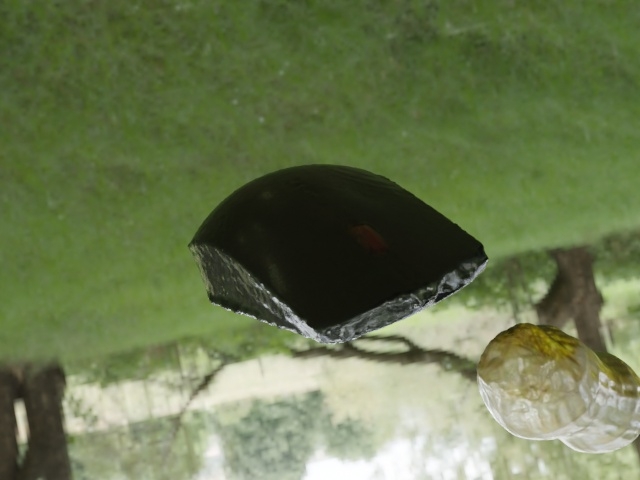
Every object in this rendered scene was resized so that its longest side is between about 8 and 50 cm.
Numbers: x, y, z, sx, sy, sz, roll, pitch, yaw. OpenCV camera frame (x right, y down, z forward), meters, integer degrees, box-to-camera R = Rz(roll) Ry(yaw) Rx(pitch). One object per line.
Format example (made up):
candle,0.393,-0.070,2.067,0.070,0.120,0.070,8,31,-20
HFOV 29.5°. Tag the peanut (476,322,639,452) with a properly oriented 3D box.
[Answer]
peanut,0.186,0.116,0.927,0.087,0.087,0.206,-16,155,33

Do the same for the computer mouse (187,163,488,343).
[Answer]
computer mouse,-0.002,-0.005,0.978,0.168,0.087,0.295,-24,-159,-25
